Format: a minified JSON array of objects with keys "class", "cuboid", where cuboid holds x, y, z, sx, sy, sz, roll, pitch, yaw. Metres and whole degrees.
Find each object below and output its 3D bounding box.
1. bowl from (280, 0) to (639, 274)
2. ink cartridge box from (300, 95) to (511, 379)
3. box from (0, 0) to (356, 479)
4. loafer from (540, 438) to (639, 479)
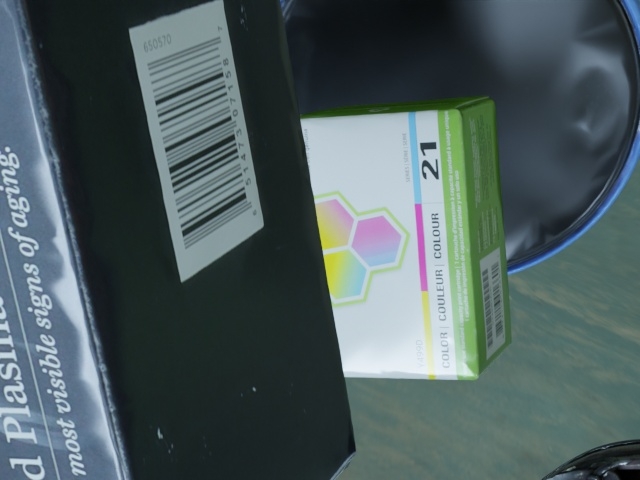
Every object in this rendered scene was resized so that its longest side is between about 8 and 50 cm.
[{"class":"bowl","cuboid":[0.118,-0.137,1.203,0.391,0.077,0.391,1,112,4]},{"class":"ink cartridge box","cuboid":[0.000,0.000,0.949,0.255,0.097,0.189,-2,100,23]},{"class":"box","cuboid":[-0.182,-0.027,0.550,0.312,0.179,0.343,-2,107,27]},{"class":"loafer","cuboid":[0.253,0.204,0.992,0.302,0.095,0.109,-22,75,37]}]
